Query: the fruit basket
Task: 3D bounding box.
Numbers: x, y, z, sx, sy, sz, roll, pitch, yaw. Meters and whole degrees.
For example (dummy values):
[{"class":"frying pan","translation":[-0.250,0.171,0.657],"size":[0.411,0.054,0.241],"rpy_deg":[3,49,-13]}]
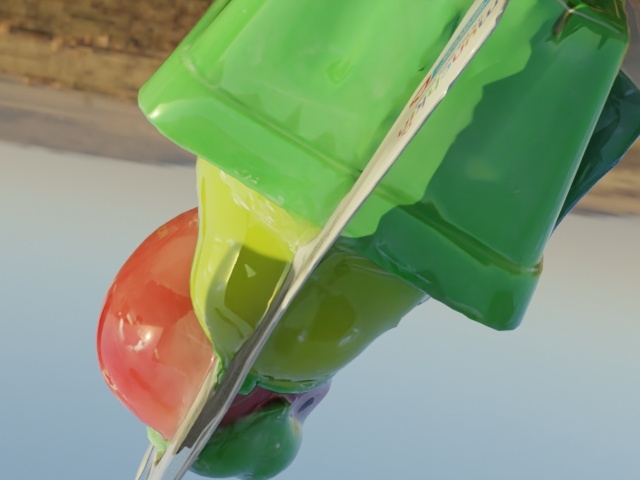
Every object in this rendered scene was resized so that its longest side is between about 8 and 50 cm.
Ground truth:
[{"class":"fruit basket","translation":[0.000,0.000,0.603],"size":[0.165,0.353,0.327],"rpy_deg":[25,-153,-2]}]
